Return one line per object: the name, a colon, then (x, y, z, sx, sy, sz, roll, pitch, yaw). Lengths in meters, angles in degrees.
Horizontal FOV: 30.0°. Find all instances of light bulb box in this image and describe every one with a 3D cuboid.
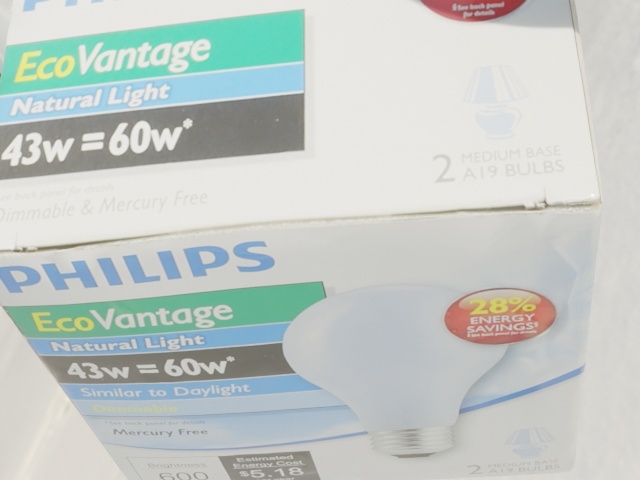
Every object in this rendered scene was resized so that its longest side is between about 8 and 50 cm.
light bulb box: (0.000, 0.000, 0.831, 0.361, 0.357, 0.225, 74, -167, -56)

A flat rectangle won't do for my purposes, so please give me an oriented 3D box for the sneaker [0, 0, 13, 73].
sneaker: (-0.210, -0.216, 0.966, 0.108, 0.293, 0.169, -28, 39, -28)
